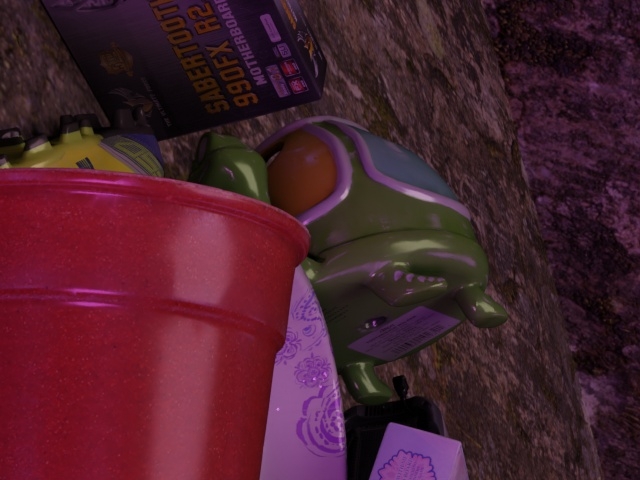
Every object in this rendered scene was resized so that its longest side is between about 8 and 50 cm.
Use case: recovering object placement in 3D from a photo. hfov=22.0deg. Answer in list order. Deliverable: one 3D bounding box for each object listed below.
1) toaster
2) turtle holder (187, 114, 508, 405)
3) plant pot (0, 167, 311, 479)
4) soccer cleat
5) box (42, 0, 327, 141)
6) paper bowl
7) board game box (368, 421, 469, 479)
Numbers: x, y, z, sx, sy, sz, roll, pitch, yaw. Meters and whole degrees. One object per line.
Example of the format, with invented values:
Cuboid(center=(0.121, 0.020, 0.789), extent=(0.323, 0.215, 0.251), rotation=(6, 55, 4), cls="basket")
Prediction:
Cuboid(center=(0.082, 0.269, 1.707), extent=(0.227, 0.129, 0.146), rotation=(-84, 158, -48), cls="toaster")
Cuboid(center=(-0.003, 0.010, 1.527), extent=(0.320, 0.243, 0.227), rotation=(-3, 60, -32), cls="turtle holder")
Cuboid(center=(-0.144, 0.122, 0.978), extent=(0.272, 0.272, 0.265), rotation=(33, 55, -64), cls="plant pot")
Cuboid(center=(-0.185, -0.025, 1.178), extent=(0.289, 0.093, 0.121), rotation=(-30, 114, -70), cls="soccer cleat")
Cuboid(center=(-0.120, -0.194, 1.325), extent=(0.056, 0.183, 0.231), rotation=(-82, 153, -48), cls="box")
Cuboid(center=(-0.086, 0.144, 1.245), extent=(0.284, 0.148, 0.284), rotation=(-8, 90, -72), cls="paper bowl")
Cuboid(center=(0.052, 0.347, 1.381), extent=(0.319, 0.065, 0.318), rotation=(71, 37, -66), cls="board game box")
